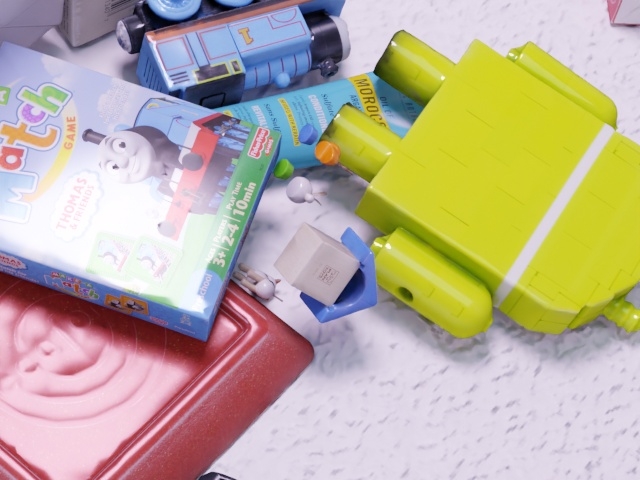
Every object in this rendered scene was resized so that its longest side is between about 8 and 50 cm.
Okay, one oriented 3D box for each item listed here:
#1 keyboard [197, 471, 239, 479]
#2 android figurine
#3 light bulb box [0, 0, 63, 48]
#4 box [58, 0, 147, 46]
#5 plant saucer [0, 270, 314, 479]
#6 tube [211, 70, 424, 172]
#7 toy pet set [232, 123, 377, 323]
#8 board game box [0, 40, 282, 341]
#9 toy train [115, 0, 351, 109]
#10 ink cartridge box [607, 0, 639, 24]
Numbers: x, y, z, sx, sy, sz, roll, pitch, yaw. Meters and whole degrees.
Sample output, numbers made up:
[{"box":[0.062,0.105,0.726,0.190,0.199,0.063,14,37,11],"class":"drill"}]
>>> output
[{"box":[-0.074,0.240,1.266,0.100,0.038,0.192,24,60,6],"class":"keyboard"},{"box":[0.139,-0.037,1.438,0.273,0.056,0.248,33,60,1],"class":"android figurine"},{"box":[-0.419,-0.217,1.336,0.361,0.225,0.358,40,62,10],"class":"light bulb box"},{"box":[-0.223,-0.291,1.519,0.094,0.113,0.275,-28,68,-22],"class":"box"},{"box":[-0.177,0.071,1.347,0.259,0.047,0.258,38,61,15],"class":"plant saucer"},{"box":[-0.006,-0.085,1.467,0.207,0.052,0.080,-13,74,-20],"class":"tube"},{"box":[0.000,0.000,1.380,0.065,0.122,0.114,30,10,-33],"class":"toy pet set"},{"box":[-0.152,-0.037,1.361,0.211,0.039,0.160,18,62,4],"class":"board game box"},{"box":[-0.060,-0.157,1.484,0.184,0.080,0.105,-17,72,-20],"class":"toy train"},{"box":[0.266,-0.286,1.583,0.067,0.115,0.198,2,58,-7],"class":"ink cartridge box"}]
